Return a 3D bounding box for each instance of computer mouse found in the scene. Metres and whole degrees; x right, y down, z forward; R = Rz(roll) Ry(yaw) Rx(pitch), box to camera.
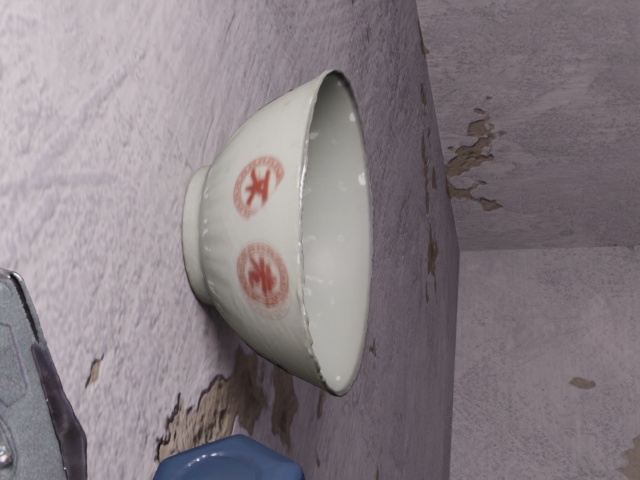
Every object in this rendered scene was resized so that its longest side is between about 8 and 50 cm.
[{"bbox_3d":[-0.213,0.109,0.635,0.126,0.071,0.231,-41,118,-55],"label":"computer mouse"}]

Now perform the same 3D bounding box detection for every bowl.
[{"bbox_3d":[-0.049,-0.005,1.150,0.337,0.157,0.337,-1,90,-76],"label":"bowl"}]

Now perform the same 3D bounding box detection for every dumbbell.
[{"bbox_3d":[-0.068,0.345,1.042,0.144,0.160,0.325,-38,131,-35],"label":"dumbbell"}]
